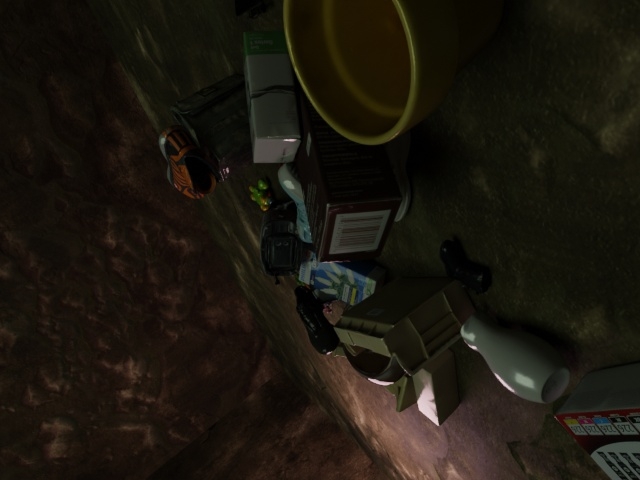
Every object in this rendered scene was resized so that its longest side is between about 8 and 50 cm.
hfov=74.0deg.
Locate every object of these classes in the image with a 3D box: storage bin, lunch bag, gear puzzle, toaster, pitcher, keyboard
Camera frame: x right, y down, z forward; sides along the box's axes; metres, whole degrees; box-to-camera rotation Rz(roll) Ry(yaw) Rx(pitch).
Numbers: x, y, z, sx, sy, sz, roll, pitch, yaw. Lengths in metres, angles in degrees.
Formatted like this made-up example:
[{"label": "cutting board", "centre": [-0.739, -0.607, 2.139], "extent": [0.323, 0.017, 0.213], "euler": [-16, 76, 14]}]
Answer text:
[{"label": "storage bin", "centre": [0.206, 0.201, 1.062], "extent": [0.123, 0.260, 0.262], "euler": [63, 157, -7]}, {"label": "lunch bag", "centre": [-0.292, -0.371, 1.301], "extent": [0.287, 0.235, 0.169], "euler": [49, 162, 13]}, {"label": "gear puzzle", "centre": [-0.073, 0.178, 1.845], "extent": [0.339, 0.044, 0.175], "euler": [44, 157, 26]}, {"label": "toaster", "centre": [-0.122, 0.008, 1.315], "extent": [0.146, 0.129, 0.227], "euler": [-104, 14, -63]}, {"label": "pitcher", "centre": [0.423, 0.259, 0.912], "extent": [0.178, 0.125, 0.207], "euler": [45, 176, -31]}, {"label": "keyboard", "centre": [-0.156, -0.587, 1.024], "extent": [0.192, 0.038, 0.100], "euler": [20, 115, 56]}]

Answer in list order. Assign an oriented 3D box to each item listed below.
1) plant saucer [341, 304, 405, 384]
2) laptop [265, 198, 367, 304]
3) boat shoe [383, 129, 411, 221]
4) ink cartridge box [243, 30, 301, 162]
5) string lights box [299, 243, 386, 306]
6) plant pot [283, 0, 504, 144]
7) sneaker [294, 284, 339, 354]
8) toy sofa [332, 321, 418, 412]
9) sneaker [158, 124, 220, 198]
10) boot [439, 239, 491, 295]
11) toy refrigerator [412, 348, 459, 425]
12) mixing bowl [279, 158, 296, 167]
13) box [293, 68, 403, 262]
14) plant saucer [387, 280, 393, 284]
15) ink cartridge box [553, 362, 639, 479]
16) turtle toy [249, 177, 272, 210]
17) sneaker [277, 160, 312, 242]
[{"label": "plant saucer", "centre": [0.160, 0.316, 1.380], "extent": [0.310, 0.050, 0.311], "euler": [3, 94, 50]}, {"label": "laptop", "centre": [0.000, 0.000, 1.507], "extent": [0.407, 0.236, 0.382], "euler": [-20, 105, 38]}, {"label": "boat shoe", "centre": [0.136, -0.141, 0.941], "extent": [0.098, 0.096, 0.277], "euler": [37, 150, 39]}, {"label": "ink cartridge box", "centre": [-0.104, -0.287, 0.882], "extent": [0.160, 0.092, 0.220], "euler": [141, 123, -77]}, {"label": "string lights box", "centre": [0.063, 0.108, 1.318], "extent": [0.259, 0.076, 0.133], "euler": [23, 126, 24]}, {"label": "plant pot", "centre": [0.116, -0.297, 0.590], "extent": [0.254, 0.239, 0.254], "euler": [43, 154, 28]}, {"label": "sneaker", "centre": [-0.029, 0.276, 1.494], "extent": [0.130, 0.109, 0.286], "euler": [49, -174, -44]}, {"label": "toy sofa", "centre": [0.221, 0.411, 1.496], "extent": [0.362, 0.177, 0.150], "euler": [31, 122, 45]}, {"label": "sneaker", "centre": [-0.381, -0.184, 1.290], "extent": [0.180, 0.124, 0.321], "euler": [49, 165, 19]}, {"label": "boot", "centre": [0.316, 0.059, 0.924], "extent": [0.099, 0.045, 0.121], "euler": [32, 155, 48]}, {"label": "toy refrigerator", "centre": [0.347, 0.432, 1.292], "extent": [0.094, 0.102, 0.270], "euler": [29, 146, 47]}, {"label": "mixing bowl", "centre": [-0.025, -0.198, 1.183], "extent": [0.181, 0.098, 0.181], "euler": [44, 155, 27]}, {"label": "box", "centre": [0.030, -0.167, 0.854], "extent": [0.191, 0.143, 0.382], "euler": [99, 163, -55]}, {"label": "plant saucer", "centre": [0.230, 0.158, 1.267], "extent": [0.083, 0.013, 0.083], "euler": [43, 154, 26]}, {"label": "ink cartridge box", "centre": [0.585, 0.324, 0.639], "extent": [0.272, 0.130, 0.309], "euler": [49, 156, 13]}, {"label": "turtle toy", "centre": [-0.223, -0.184, 1.637], "extent": [0.095, 0.066, 0.130], "euler": [45, 154, 25]}, {"label": "sneaker", "centre": [-0.013, -0.055, 1.086], "extent": [0.366, 0.150, 0.135], "euler": [39, -159, -45]}]
